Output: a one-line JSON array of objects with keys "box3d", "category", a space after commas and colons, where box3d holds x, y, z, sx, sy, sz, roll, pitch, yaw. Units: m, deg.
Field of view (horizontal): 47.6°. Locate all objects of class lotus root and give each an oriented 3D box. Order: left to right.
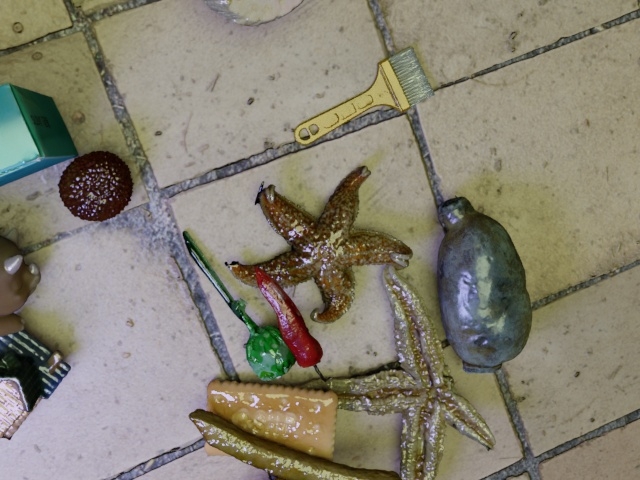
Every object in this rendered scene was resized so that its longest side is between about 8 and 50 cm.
[{"box3d": [0.303, 0.086, 1.359, 0.175, 0.175, 0.349, -14, 102, -7], "category": "lotus root"}]

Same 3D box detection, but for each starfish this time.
[{"box3d": [0.000, -0.002, 1.320, 0.303, 0.113, 0.312, 39, 94, -14], "category": "starfish"}, {"box3d": [0.138, 0.293, 1.406, 0.324, 0.082, 0.432, -32, 98, 5], "category": "starfish"}]

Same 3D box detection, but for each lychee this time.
[{"box3d": [-0.378, -0.095, 1.230, 0.123, 0.129, 0.123, 10, 60, -18], "category": "lychee"}]

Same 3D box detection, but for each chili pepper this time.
[{"box3d": [-0.044, 0.157, 1.305, 0.059, 0.050, 0.268, -39, 112, -30], "category": "chili pepper"}]

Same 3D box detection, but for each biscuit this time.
[{"box3d": [-0.095, 0.347, 1.367, 0.250, 0.030, 0.160, 6, 104, 3], "category": "biscuit"}]

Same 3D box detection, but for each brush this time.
[{"box3d": [0.073, -0.250, 1.337, 0.272, 0.013, 0.103, -29, 103, -3], "category": "brush"}]

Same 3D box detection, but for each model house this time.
[{"box3d": [-0.532, 0.235, 1.225, 0.172, 0.183, 0.166, -44, 105, 2], "category": "model house"}]

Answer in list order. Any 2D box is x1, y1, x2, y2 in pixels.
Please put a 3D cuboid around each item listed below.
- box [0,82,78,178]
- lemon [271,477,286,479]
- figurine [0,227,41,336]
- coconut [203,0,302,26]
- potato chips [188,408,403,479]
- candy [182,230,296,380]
[{"box3d": [-0.504, -0.142, 1.100, 0.205, 0.311, 0.118, -25, 101, -5], "category": "box"}, {"box3d": [-0.035, 0.538, 1.363, 0.257, 0.188, 0.188, 22, 95, -9], "category": "lemon"}, {"box3d": [-0.597, 0.068, 1.189, 0.247, 0.177, 0.173, -1, 118, -3], "category": "figurine"}, {"box3d": [-0.125, -0.485, 1.157, 0.239, 0.244, 0.239, -16, 140, -14], "category": "coconut"}, {"box3d": [-0.052, 0.401, 1.330, 0.407, 0.057, 0.080, 19, 109, -1], "category": "potato chips"}, {"box3d": [-0.158, 0.116, 1.332, 0.097, 0.097, 0.323, -36, 96, -3], "category": "candy"}]
